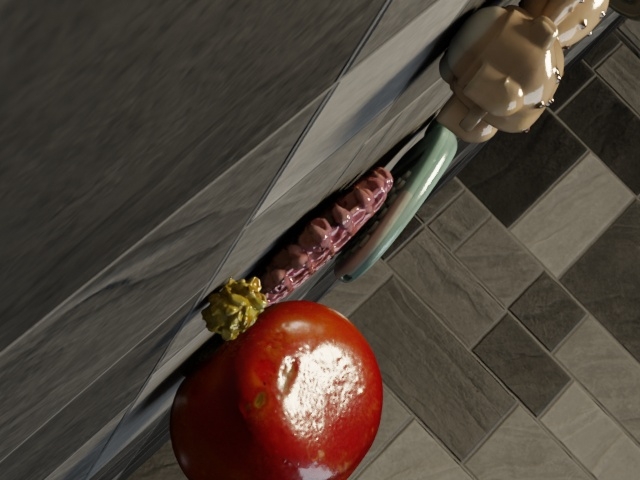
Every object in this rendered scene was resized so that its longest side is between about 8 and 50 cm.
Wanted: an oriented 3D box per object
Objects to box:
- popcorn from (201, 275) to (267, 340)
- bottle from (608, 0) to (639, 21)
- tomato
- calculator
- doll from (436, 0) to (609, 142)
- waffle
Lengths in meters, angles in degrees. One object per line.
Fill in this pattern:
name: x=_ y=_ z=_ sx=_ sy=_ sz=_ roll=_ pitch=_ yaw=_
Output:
popcorn: x=-0.096 y=0.075 z=1.467 sx=0.083 sy=0.057 sz=0.082 roll=-46 pitch=178 yaw=-16
bottle: x=0.462 y=-0.403 z=1.654 sx=0.253 sy=0.120 sz=0.120 roll=-45 pitch=176 yaw=-9
tomato: x=-0.067 y=0.258 z=1.962 sx=0.293 sy=0.290 sz=0.325 roll=-39 pitch=-177 yaw=46
calculator: x=0.109 y=-0.062 z=1.751 sx=0.295 sy=0.042 sz=0.184 roll=-56 pitch=-172 yaw=-24
doll: x=0.214 y=-0.213 z=1.304 sx=0.278 sy=0.119 sz=0.154 roll=-53 pitch=-179 yaw=-30
waffle: x=0.000 y=0.000 z=1.640 sx=0.221 sy=0.055 sz=0.234 roll=-45 pitch=178 yaw=40
